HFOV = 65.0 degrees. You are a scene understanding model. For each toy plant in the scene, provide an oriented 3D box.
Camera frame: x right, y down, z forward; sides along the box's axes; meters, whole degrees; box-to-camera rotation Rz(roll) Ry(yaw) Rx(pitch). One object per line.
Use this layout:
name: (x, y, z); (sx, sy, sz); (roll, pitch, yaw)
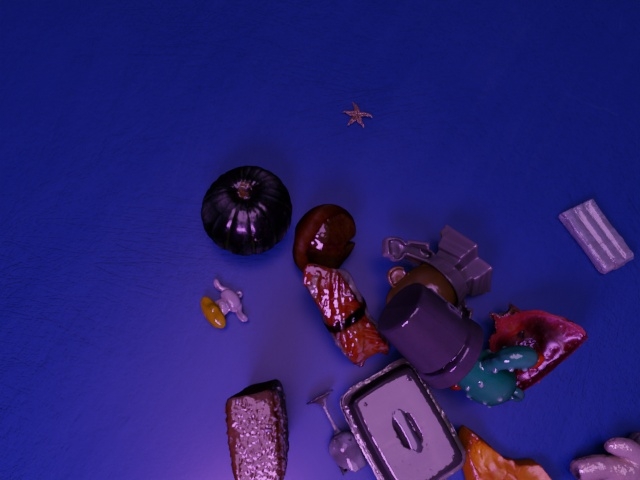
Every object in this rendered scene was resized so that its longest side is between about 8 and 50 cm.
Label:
toy plant: (0.332, 0.272, 1.180); (0.400, 0.185, 0.279); (41, 116, -13)

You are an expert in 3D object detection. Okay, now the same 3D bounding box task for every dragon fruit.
dragon fruit: (0.538, 0.256, 1.309); (0.262, 0.134, 0.212); (-46, 63, 22)

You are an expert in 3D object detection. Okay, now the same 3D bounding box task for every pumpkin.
pumpkin: (-0.194, -0.088, 1.335); (0.249, 0.216, 0.250); (3, 56, -4)
pumpkin: (0.448, 0.624, 1.216); (0.258, 0.095, 0.290); (10, 70, 4)

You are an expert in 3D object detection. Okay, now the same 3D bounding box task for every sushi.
sushi: (0.065, 0.184, 1.270); (0.124, 0.130, 0.332); (-29, 99, 3)

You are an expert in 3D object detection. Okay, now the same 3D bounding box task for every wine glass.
wine glass: (0.042, 0.477, 1.246); (0.079, 0.079, 0.196); (-26, 75, -10)

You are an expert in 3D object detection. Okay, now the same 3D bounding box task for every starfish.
starfish: (0.114, -0.388, 1.541); (0.092, 0.016, 0.086); (4, 75, 4)

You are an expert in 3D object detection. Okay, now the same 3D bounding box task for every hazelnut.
hazelnut: (0.000, 0.000, 1.347); (0.177, 0.178, 0.204); (13, 104, 1)

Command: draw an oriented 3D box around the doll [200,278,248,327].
doll: (-0.260, 0.164, 1.333); (0.113, 0.071, 0.135); (-12, 70, -15)

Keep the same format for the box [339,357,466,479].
box: (0.196, 0.456, 1.214); (0.220, 0.166, 0.291); (-28, 76, -10)

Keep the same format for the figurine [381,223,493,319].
figurine: (0.297, 0.121, 1.320); (0.285, 0.167, 0.342); (-37, 73, -15)

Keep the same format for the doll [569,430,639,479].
doll: (0.762, 0.565, 1.251); (0.278, 0.175, 0.149); (-13, 36, 2)

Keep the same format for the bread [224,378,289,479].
bread: (-0.124, 0.396, 1.089); (0.113, 0.416, 0.165); (-6, 78, -4)

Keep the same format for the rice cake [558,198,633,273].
rice cake: (0.800, -0.011, 1.453); (0.124, 0.038, 0.211); (-24, 77, -9)
